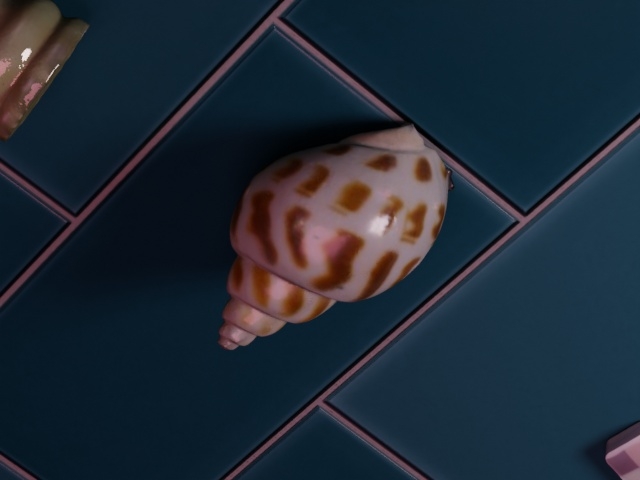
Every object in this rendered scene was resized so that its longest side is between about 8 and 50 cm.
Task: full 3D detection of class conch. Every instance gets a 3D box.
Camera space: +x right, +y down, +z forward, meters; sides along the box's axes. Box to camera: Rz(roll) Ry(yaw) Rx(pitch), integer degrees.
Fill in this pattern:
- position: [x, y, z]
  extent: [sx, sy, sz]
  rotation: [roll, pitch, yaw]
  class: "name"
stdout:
- position: [0.000, 0.000, 1.921]
  extent: [0.183, 0.149, 0.275]
  rotation: [42, 118, -13]
  class: "conch"

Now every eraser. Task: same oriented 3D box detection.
- position: [0.361, 0.246, 2.100]
  extent: [0.065, 0.026, 0.105]
  rotation: [-33, 113, 30]
  class: "eraser"

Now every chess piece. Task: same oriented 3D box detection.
- position: [-0.362, -0.224, 1.849]
  extent: [0.251, 0.144, 0.144]
  rotation: [36, 122, -8]
  class: "chess piece"
